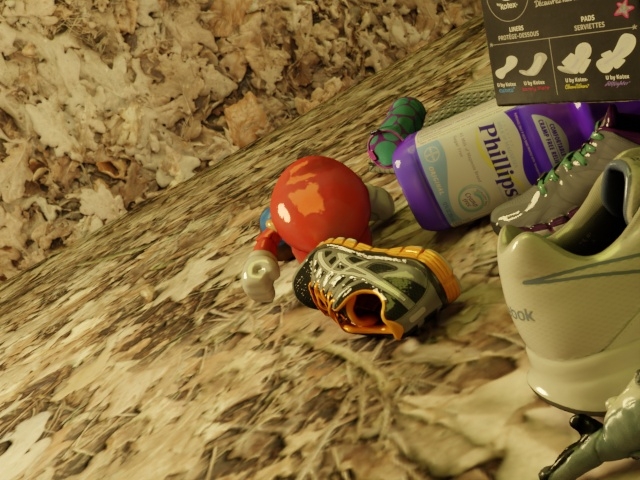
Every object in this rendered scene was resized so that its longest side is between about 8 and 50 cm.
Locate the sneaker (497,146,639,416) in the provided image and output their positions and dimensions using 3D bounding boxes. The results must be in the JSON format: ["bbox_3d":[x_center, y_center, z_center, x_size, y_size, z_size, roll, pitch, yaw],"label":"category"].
[{"bbox_3d":[0.245,-0.011,0.441,0.297,0.129,0.111,-29,13,-1],"label":"sneaker"}]

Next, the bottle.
[{"bbox_3d":[0.224,-0.105,0.796,0.283,0.118,0.092,-20,15,22],"label":"bottle"}]

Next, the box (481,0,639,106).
[{"bbox_3d":[0.287,-0.224,0.664,0.247,0.142,0.163,-26,21,-30],"label":"box"}]

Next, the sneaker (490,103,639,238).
[{"bbox_3d":[0.251,-0.072,0.678,0.223,0.098,0.083,-19,19,34],"label":"sneaker"}]

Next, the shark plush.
[{"bbox_3d":[0.186,0.091,0.374,0.161,0.073,0.067,-21,47,12],"label":"shark plush"}]

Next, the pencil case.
[{"bbox_3d":[0.120,-0.172,1.153,0.070,0.064,0.152,-10,26,27],"label":"pencil case"}]

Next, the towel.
[{"bbox_3d":[0.257,-0.206,1.173,0.312,0.056,0.324,-35,17,-19],"label":"towel"}]

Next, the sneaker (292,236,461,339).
[{"bbox_3d":[0.033,0.051,0.719,0.083,0.084,0.215,-45,22,-30],"label":"sneaker"}]

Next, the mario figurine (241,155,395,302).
[{"bbox_3d":[0.000,0.000,0.942,0.320,0.170,0.198,-167,100,-82],"label":"mario figurine"}]
